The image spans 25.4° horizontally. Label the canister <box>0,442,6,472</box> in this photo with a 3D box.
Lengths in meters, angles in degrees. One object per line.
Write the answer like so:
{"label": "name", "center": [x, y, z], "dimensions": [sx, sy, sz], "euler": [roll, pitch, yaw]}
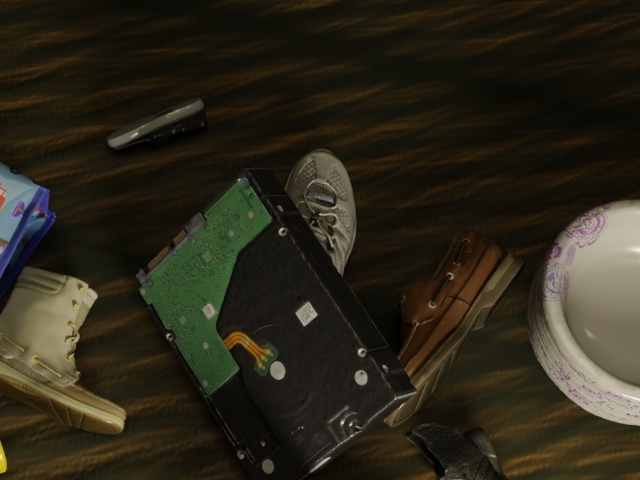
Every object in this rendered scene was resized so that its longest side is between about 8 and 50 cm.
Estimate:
{"label": "canister", "center": [-0.470, 0.244, 1.678], "dimensions": [0.170, 0.073, 0.126], "euler": [-18, 69, -18]}

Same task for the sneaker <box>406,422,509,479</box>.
{"label": "sneaker", "center": [0.183, 0.296, 1.769], "dimensions": [0.089, 0.051, 0.170], "euler": [-18, 64, -16]}

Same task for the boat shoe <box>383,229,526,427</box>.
{"label": "boat shoe", "center": [0.141, 0.109, 1.826], "dimensions": [0.104, 0.111, 0.307], "euler": [35, 55, 12]}

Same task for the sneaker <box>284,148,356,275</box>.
{"label": "sneaker", "center": [0.000, 0.000, 1.840], "dimensions": [0.105, 0.115, 0.281], "euler": [6, 64, -6]}

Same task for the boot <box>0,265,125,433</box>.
{"label": "boot", "center": [-0.310, 0.133, 1.753], "dimensions": [0.213, 0.077, 0.165], "euler": [24, 62, 6]}

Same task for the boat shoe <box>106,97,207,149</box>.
{"label": "boat shoe", "center": [-0.218, -0.149, 1.917], "dimensions": [0.142, 0.049, 0.040], "euler": [-24, 109, -13]}

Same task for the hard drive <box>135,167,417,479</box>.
{"label": "hard drive", "center": [-0.063, 0.112, 1.728], "dimensions": [0.339, 0.237, 0.064], "euler": [55, 27, 16]}

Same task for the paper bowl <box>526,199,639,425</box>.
{"label": "paper bowl", "center": [0.406, 0.101, 1.839], "dimensions": [0.284, 0.148, 0.284], "euler": [3, 65, -7]}

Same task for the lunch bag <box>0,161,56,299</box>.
{"label": "lunch bag", "center": [-0.499, 0.023, 1.758], "dimensions": [0.221, 0.138, 0.293], "euler": [28, 73, 2]}
